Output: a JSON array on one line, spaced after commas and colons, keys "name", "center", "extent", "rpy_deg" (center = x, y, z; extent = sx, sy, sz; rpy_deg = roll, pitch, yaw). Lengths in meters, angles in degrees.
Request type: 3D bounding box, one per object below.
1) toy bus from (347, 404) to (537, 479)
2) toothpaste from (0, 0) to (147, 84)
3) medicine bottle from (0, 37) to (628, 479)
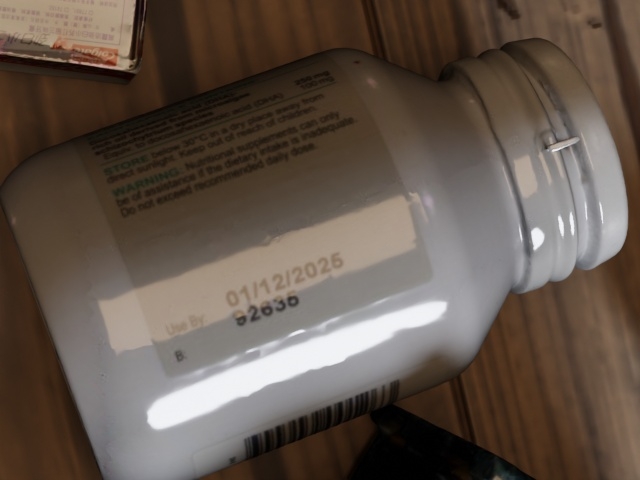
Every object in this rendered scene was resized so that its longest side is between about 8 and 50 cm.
[{"name": "toy bus", "center": [0.021, 0.246, 0.660], "extent": [0.194, 0.162, 0.323], "rpy_deg": [33, 85, -14]}, {"name": "toothpaste", "center": [-0.165, -0.091, 0.659], "extent": [0.196, 0.047, 0.040], "rpy_deg": [5, 89, -12]}, {"name": "medicine bottle", "center": [0.000, 0.000, 0.653], "extent": [0.215, 0.135, 0.135], "rpy_deg": [-20, 97, -10]}]
